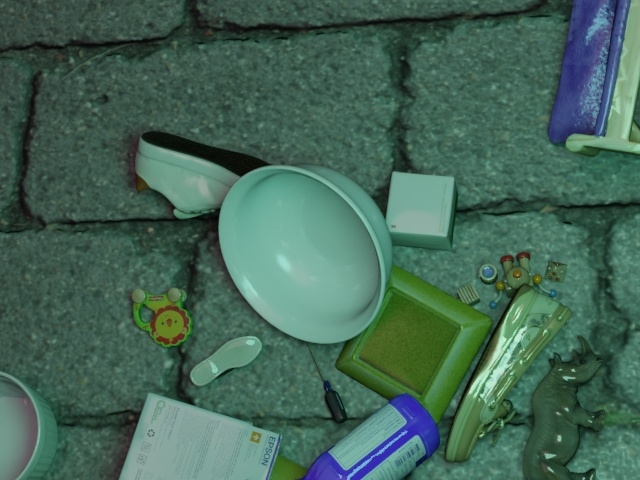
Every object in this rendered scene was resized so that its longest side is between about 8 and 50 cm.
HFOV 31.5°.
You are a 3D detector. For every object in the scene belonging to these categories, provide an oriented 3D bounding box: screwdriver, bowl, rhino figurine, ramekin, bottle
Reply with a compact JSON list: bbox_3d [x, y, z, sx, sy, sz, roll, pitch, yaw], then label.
[{"bbox_3d":[0.005,0.208,1.774,0.025,0.024,0.170,-9,62,-21],"label":"screwdriver"},{"bbox_3d":[0.000,0.000,1.739,0.298,0.298,0.134,31,39,19],"label":"bowl"},{"bbox_3d":[0.358,0.254,1.649,0.106,0.073,0.243,9,75,12],"label":"rhino figurine"},{"bbox_3d":[-0.520,0.316,1.811,0.207,0.109,0.207,-3,73,11],"label":"ramekin"},{"bbox_3d":[0.043,0.342,1.643,0.283,0.118,0.092,-36,59,-13],"label":"bottle"}]

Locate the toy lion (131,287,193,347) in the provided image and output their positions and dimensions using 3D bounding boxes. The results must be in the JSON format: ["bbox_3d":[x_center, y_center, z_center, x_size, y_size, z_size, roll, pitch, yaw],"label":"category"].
[{"bbox_3d":[-0.257,0.126,1.850,0.100,0.034,0.096,-2,81,13],"label":"toy lion"}]

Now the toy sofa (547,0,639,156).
[{"bbox_3d":[0.437,-0.305,1.696,0.177,0.150,0.362,11,96,21],"label":"toy sofa"}]

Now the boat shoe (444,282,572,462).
[{"bbox_3d":[0.267,0.206,1.657,0.089,0.104,0.285,26,96,7],"label":"boat shoe"}]

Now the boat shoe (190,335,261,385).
[{"bbox_3d":[-0.149,0.190,1.801,0.125,0.038,0.046,-34,89,2],"label":"boat shoe"}]

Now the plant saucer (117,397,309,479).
[{"bbox_3d":[-0.192,0.446,1.714,0.333,0.081,0.333,24,81,18],"label":"plant saucer"}]

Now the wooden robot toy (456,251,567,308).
[{"bbox_3d":[0.289,0.053,1.719,0.173,0.079,0.076,-12,72,9],"label":"wooden robot toy"}]

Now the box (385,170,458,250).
[{"bbox_3d":[0.159,-0.045,1.773,0.102,0.087,0.101,5,76,14],"label":"box"}]

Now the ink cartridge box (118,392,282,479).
[{"bbox_3d":[-0.185,0.360,1.670,0.224,0.045,0.223,15,78,15],"label":"ink cartridge box"}]

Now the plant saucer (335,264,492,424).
[{"bbox_3d":[0.135,0.157,1.724,0.188,0.045,0.188,29,93,18],"label":"plant saucer"}]

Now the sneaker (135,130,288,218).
[{"bbox_3d":[-0.168,-0.083,1.871,0.290,0.106,0.123,19,114,9],"label":"sneaker"}]
